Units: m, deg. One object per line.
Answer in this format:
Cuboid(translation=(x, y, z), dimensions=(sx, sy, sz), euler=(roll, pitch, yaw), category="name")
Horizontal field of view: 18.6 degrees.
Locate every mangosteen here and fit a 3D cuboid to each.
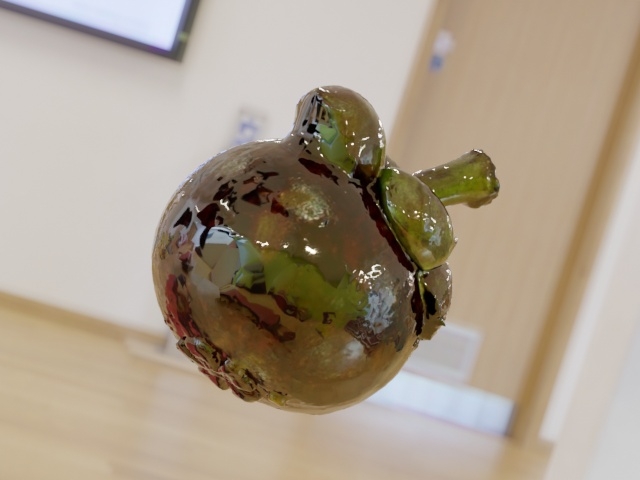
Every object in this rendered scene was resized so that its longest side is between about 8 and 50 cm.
Cuboid(translation=(-0.009, 0.005, 1.104), dimensions=(0.172, 0.184, 0.172), euler=(23, -3, 1), category="mangosteen")
